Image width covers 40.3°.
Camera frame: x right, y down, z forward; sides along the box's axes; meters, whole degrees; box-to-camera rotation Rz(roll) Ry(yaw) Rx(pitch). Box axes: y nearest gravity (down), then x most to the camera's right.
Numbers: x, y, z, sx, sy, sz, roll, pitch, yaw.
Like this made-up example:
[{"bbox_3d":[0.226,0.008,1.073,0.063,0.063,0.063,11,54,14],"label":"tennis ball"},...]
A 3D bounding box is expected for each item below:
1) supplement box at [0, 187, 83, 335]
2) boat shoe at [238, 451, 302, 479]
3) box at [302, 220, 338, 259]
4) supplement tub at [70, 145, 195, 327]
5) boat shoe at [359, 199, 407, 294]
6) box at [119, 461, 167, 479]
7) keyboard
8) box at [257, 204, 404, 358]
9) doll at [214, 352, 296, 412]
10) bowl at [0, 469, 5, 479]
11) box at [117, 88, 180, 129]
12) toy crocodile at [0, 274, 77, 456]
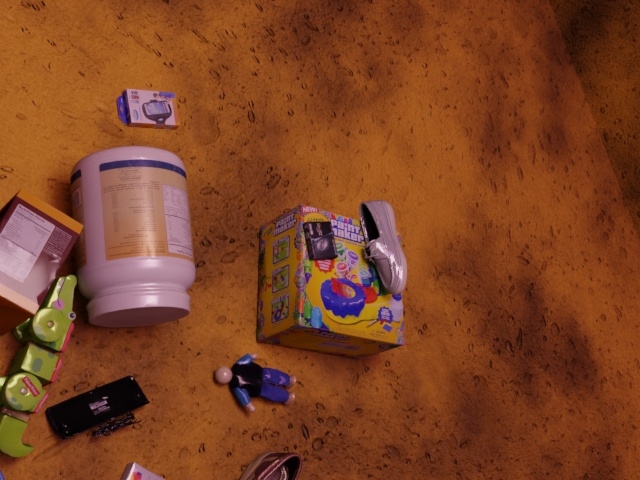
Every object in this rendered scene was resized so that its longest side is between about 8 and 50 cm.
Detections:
[{"bbox_3d":[-0.555,0.042,1.571,0.129,0.191,0.194,35,57,-22],"label":"supplement box"},{"bbox_3d":[-0.141,0.561,1.737,0.123,0.123,0.342,49,52,-12],"label":"boat shoe"},{"bbox_3d":[0.000,0.000,1.887,0.067,0.018,0.083,0,73,-38],"label":"box"},{"bbox_3d":[-0.365,-0.002,1.706,0.228,0.228,0.316,3,72,-36],"label":"supplement tub"},{"bbox_3d":[0.130,0.015,1.951,0.081,0.079,0.228,2,65,-30],"label":"boat shoe"},{"bbox_3d":[-0.317,0.534,1.672,0.186,0.038,0.145,36,55,-23],"label":"box"},{"bbox_3d":[-0.424,0.335,1.676,0.192,0.038,0.100,-18,62,-39],"label":"keyboard"},{"bbox_3d":[0.023,0.102,1.995,0.290,0.177,0.279,14,65,-33],"label":"box"},{"bbox_3d":[-0.141,0.308,1.880,0.189,0.046,0.129,20,61,-30],"label":"doll"},{"bbox_3d":[-0.685,0.465,1.389,0.391,0.077,0.391,13,67,-31],"label":"bowl"},{"bbox_3d":[-0.381,-0.291,1.930,0.136,0.028,0.081,-2,75,-39],"label":"box"},{"bbox_3d":[-0.517,0.220,1.588,0.105,0.115,0.341,31,60,-31],"label":"toy crocodile"}]
